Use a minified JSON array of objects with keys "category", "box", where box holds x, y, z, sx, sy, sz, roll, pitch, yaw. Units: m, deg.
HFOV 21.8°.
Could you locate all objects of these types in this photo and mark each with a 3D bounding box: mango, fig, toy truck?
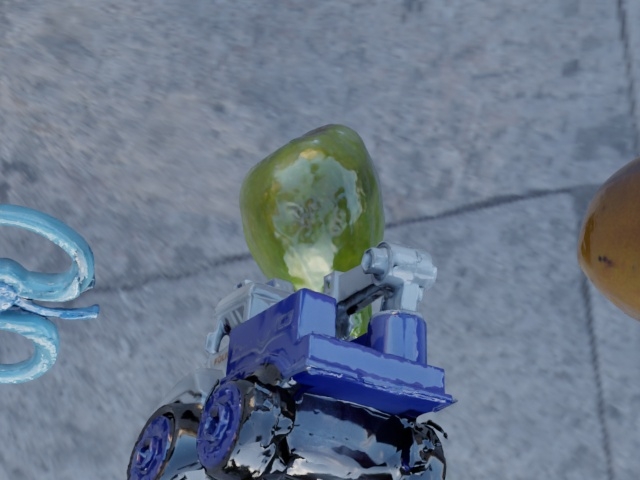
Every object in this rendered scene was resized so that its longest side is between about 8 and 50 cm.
[{"category":"mango","box":[0.352,0.000,1.490,0.153,0.287,0.201,10,82,-34]},{"category":"fig","box":[-0.010,-0.012,1.826,0.167,0.167,0.233,0,109,-16]},{"category":"toy truck","box":[-0.017,0.097,1.080,0.161,0.213,0.177,18,62,-28]}]

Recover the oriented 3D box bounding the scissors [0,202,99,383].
[{"category":"scissors","box":[-0.380,0.028,1.387,0.393,0.032,0.180,10,121,-8]}]
